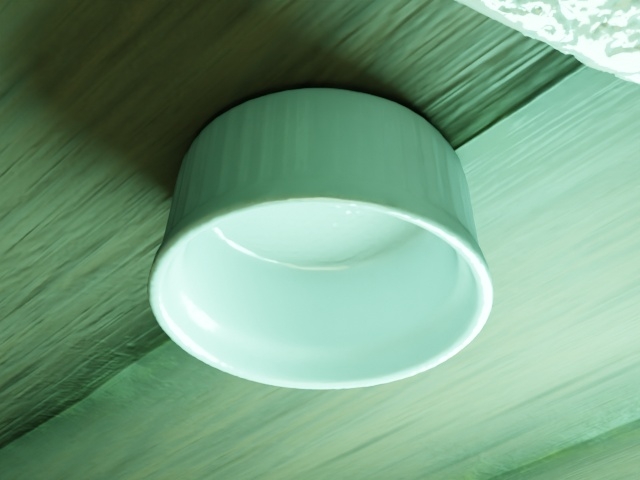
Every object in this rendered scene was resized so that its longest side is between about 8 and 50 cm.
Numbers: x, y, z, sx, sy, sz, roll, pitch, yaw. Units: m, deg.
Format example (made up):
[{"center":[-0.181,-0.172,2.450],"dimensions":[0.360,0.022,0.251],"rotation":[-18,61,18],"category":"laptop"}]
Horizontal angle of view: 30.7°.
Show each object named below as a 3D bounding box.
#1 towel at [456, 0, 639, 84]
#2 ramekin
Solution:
[{"center":[0.172,-0.249,0.707],"dimensions":[0.332,0.053,0.317],"rotation":[20,140,-22],"category":"towel"},{"center":[0.000,0.000,0.977],"dimensions":[0.277,0.135,0.277],"rotation":[0,143,0],"category":"ramekin"}]
